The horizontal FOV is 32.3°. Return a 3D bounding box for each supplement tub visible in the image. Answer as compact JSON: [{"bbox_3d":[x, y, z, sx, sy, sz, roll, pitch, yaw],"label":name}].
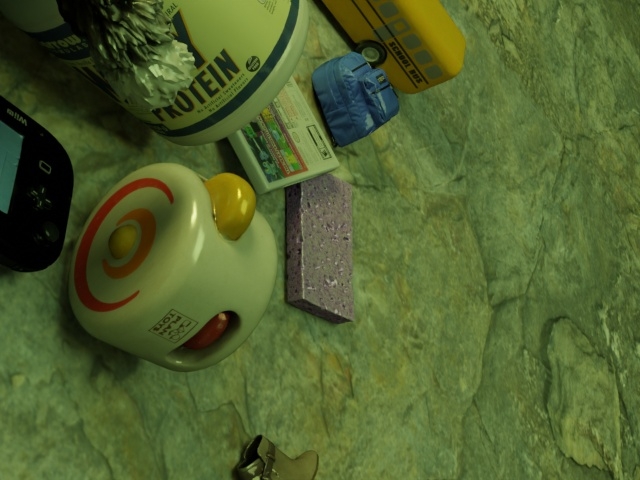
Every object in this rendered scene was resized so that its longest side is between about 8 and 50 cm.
[{"bbox_3d":[-0.192,-0.274,1.159,0.325,0.235,0.235,38,47,-40],"label":"supplement tub"}]

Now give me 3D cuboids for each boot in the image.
[{"bbox_3d":[-0.050,0.261,1.292,0.087,0.042,0.118,57,36,-18],"label":"boot"}]

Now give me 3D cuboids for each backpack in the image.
[{"bbox_3d":[0.051,-0.214,1.606,0.120,0.101,0.098,63,28,-8],"label":"backpack"}]

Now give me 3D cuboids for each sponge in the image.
[{"bbox_3d":[0.000,0.000,1.493,0.117,0.031,0.210,28,54,-47],"label":"sponge"}]

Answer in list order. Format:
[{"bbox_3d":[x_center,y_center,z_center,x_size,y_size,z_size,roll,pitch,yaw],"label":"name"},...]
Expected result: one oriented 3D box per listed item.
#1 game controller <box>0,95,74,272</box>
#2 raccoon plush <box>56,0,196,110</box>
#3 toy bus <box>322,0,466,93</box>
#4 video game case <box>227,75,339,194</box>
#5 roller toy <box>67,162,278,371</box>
[{"bbox_3d":[-0.352,-0.100,1.001,0.319,0.067,0.166,40,45,-40],"label":"game controller"},{"bbox_3d":[-0.256,-0.256,0.804,0.446,0.216,0.299,55,38,-15],"label":"raccoon plush"},{"bbox_3d":[0.084,-0.378,1.700,0.332,0.130,0.108,48,41,-32],"label":"toy bus"},{"bbox_3d":[-0.072,-0.166,1.445,0.183,0.023,0.201,-23,84,-56],"label":"video game case"},{"bbox_3d":[-0.152,0.025,1.112,0.146,0.209,0.191,32,70,-43],"label":"roller toy"}]
